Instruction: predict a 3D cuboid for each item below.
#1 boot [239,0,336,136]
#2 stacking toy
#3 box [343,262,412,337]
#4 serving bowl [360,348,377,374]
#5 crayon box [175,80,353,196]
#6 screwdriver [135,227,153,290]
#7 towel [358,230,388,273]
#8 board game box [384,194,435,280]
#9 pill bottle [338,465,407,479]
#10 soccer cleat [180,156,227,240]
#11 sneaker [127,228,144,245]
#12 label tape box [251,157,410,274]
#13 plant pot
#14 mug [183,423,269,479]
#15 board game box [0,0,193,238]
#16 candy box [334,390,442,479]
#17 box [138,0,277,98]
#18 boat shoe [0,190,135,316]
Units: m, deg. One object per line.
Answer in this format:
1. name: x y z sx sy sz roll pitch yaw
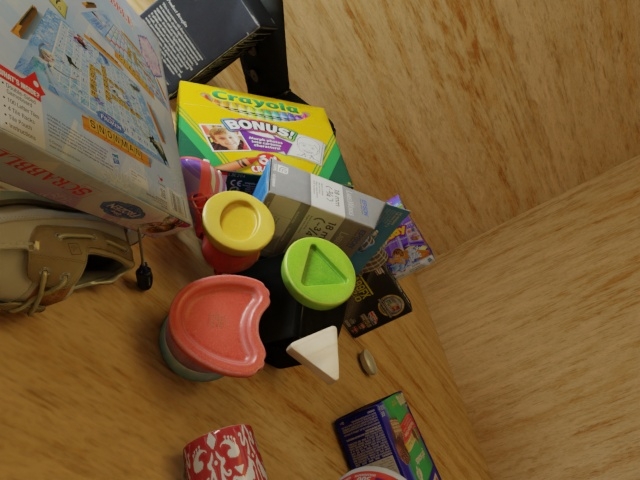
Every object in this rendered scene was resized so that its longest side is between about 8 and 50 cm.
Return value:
1. boot: -0.117 -0.545 1.328 0.146 0.367 0.445 -45 147 -40
2. stacking toy: -0.100 0.100 0.706 0.279 0.130 0.309 23 49 -14
3. box: 0.128 0.155 1.342 0.270 0.216 0.060 56 17 -21
4. serving bowl: 0.146 0.384 1.344 0.083 0.027 0.083 54 16 -24
5. crayon box: -0.139 -0.211 0.981 0.363 0.106 0.313 4 47 -22
6. screwdriver: -0.237 0.026 0.582 0.025 0.170 0.024 -11 64 -30
7. towel: 0.009 0.014 1.119 0.235 0.283 0.121 40 42 -50
8. board game box: 0.155 0.042 1.381 0.233 0.347 0.078 54 18 -22
9. pill bottle: 0.062 0.491 0.617 0.181 0.181 0.323 62 15 5
10. soccer cleat: -0.209 -0.055 0.792 0.248 0.083 0.095 88 -1 -62
11. sneaker: -0.282 -0.083 0.708 0.091 0.094 0.258 48 22 -44
12. label tape box: 0.000 0.000 0.906 0.333 0.240 0.106 17 42 -21
13. plant pot: -0.062 0.149 0.857 0.188 0.187 0.167 46 35 -45
14. mug: -0.114 0.338 0.535 0.113 0.150 0.169 -3 53 -32
15. board game box: -0.267 -0.188 0.487 0.319 0.066 0.318 54 21 -75
16. candy box: 0.183 0.543 1.014 0.268 0.122 0.317 26 39 -64
17. box: -0.290 -0.524 1.078 0.183 0.294 0.296 55 16 -20
18. boat shoe: -0.298 0.019 0.446 0.103 0.113 0.302 54 15 -3
